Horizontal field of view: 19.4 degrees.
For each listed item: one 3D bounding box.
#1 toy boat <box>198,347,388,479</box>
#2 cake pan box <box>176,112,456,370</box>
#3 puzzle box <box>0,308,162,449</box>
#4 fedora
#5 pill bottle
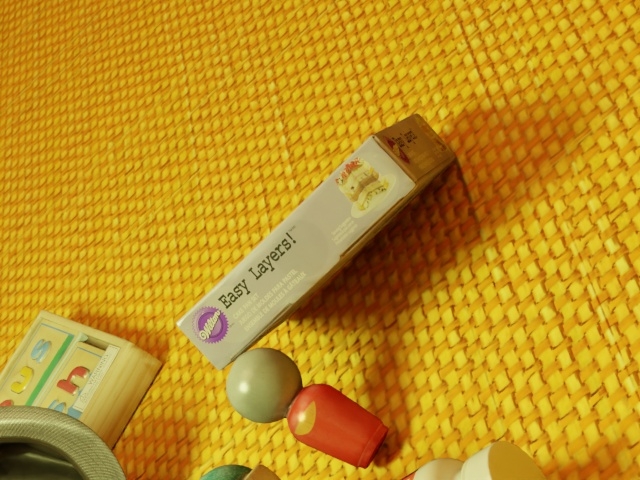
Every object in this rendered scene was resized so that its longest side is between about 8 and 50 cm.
[{"bbox_3d":[-0.075,0.234,1.576,0.318,0.148,0.267,-55,-12,-34],"label":"toy boat"},{"bbox_3d":[0.000,0.000,1.749,0.267,0.070,0.246,-44,-4,16],"label":"cake pan box"},{"bbox_3d":[-0.354,0.275,2.104,0.409,0.052,0.272,-59,28,-11],"label":"puzzle box"},{"bbox_3d":[-0.301,0.282,1.897,0.275,0.243,0.124,-21,0,10],"label":"fedora"},{"bbox_3d":[0.082,0.233,1.434,0.193,0.108,0.108,-36,32,28],"label":"pill bottle"}]
